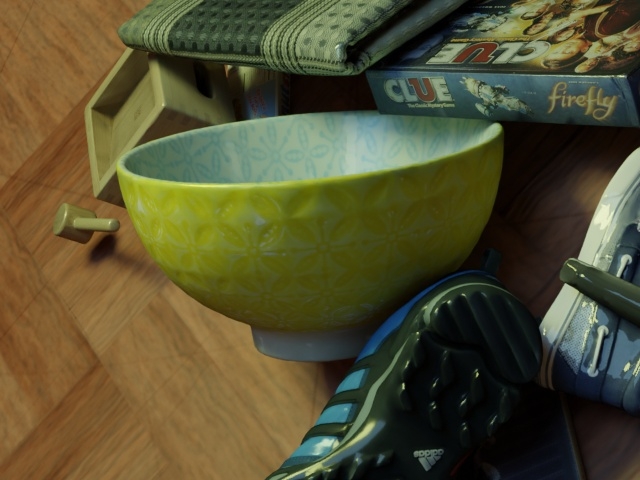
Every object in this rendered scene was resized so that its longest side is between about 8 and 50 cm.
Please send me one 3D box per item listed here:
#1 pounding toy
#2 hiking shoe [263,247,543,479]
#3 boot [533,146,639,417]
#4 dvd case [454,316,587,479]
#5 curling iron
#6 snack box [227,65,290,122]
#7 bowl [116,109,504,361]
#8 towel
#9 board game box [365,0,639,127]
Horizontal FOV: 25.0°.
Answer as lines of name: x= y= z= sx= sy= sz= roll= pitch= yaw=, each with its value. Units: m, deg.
pounding toy: x=-0.164 y=-0.066 z=1.356 sx=0.206 sy=0.094 sz=0.181 roll=-48 pitch=38 yaw=32
hiking shoe: x=0.042 y=0.147 z=0.994 sx=0.304 sy=0.113 sz=0.132 roll=-48 pitch=6 yaw=12
boot: x=0.219 y=0.028 z=0.976 sx=0.086 sy=0.069 sz=0.190 roll=20 pitch=74 yaw=30
dvd case: x=0.104 y=0.175 z=0.990 sx=0.164 sy=0.018 sz=0.221 roll=-28 pitch=46 yaw=23
curling iron: x=0.249 y=0.084 z=0.870 sx=0.274 sy=0.035 sz=0.068 roll=39 pitch=89 yaw=33
snack box: x=-0.059 y=-0.112 z=1.344 sx=0.064 sy=0.022 sz=0.178 roll=-23 pitch=48 yaw=27
bowl: x=0.000 y=0.000 z=1.084 sx=0.289 sy=0.289 sz=0.156 roll=7 pitch=109 yaw=44
towel: x=0.025 y=-0.237 z=1.268 sx=0.324 sy=0.056 sz=0.312 roll=-40 pitch=33 yaw=-29
board game box: x=0.177 y=-0.148 z=1.099 sx=0.243 sy=0.042 sz=0.165 roll=8 pitch=39 yaw=44
